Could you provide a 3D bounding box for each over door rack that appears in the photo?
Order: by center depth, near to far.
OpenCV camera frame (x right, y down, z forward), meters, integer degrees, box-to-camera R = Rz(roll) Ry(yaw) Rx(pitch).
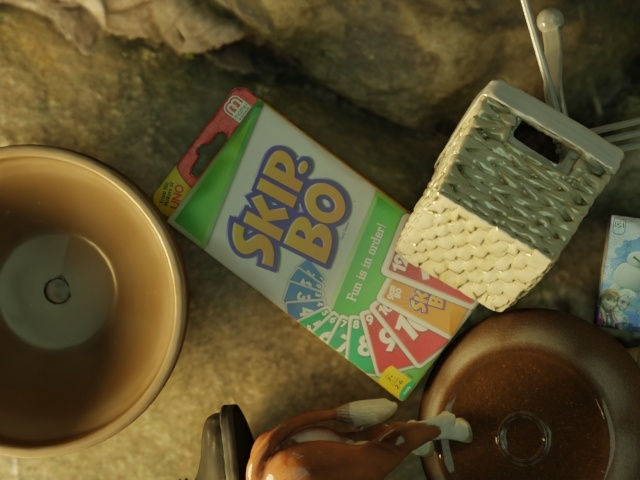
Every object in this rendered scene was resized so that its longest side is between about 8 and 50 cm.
[{"bbox_3d":[0.253,-0.213,1.201,0.239,0.108,0.324,-13,113,22],"label":"over door rack"}]

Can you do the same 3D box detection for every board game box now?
[{"bbox_3d":[0.266,0.029,1.301,0.090,0.020,0.090,7,92,3],"label":"board game box"},{"bbox_3d":[0.000,0.000,1.310,0.259,0.039,0.124,37,94,3],"label":"board game box"}]

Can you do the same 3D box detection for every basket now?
[{"bbox_3d":[0.133,-0.026,1.220,0.113,0.167,0.103,30,72,1],"label":"basket"}]

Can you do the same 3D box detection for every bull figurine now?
[{"bbox_3d":[0.025,0.254,1.253,0.188,0.101,0.310,-21,126,-23],"label":"bull figurine"}]

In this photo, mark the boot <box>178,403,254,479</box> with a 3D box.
[{"bbox_3d":[-0.169,0.252,1.306,0.229,0.091,0.263,5,85,10],"label":"boot"}]

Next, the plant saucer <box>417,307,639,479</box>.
[{"bbox_3d":[0.161,0.151,1.271,0.199,0.036,0.198,-1,88,25],"label":"plant saucer"}]

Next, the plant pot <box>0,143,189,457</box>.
[{"bbox_3d":[-0.215,0.043,1.285,0.237,0.110,0.237,0,94,3],"label":"plant pot"}]

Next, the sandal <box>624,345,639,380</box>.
[{"bbox_3d":[0.246,0.205,1.299,0.079,0.088,0.240,-12,85,35],"label":"sandal"}]
